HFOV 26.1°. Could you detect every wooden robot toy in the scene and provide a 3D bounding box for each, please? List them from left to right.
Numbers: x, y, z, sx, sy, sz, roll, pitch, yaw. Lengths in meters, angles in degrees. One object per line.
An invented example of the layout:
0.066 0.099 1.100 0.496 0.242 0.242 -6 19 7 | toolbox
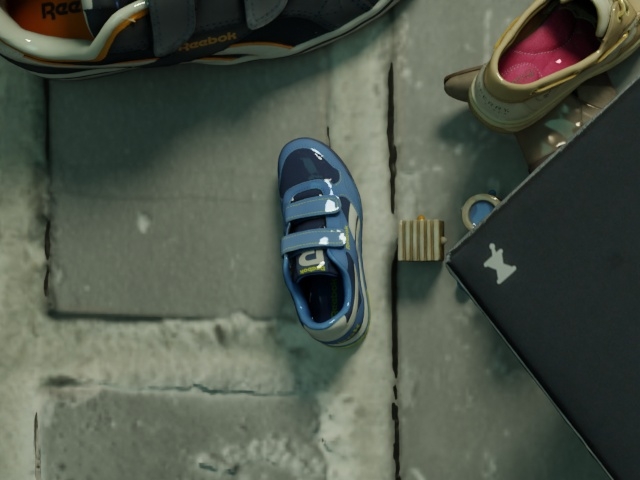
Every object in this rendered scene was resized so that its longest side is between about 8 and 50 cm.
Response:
0.129 0.006 0.866 0.173 0.079 0.076 17 93 15 | wooden robot toy

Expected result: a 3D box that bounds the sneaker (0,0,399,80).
-0.084 -0.178 0.909 0.321 0.127 0.126 -14 83 13 | sneaker

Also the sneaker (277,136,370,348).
0.000 0.000 0.912 0.053 0.059 0.144 -15 83 17 | sneaker

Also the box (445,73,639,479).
0.269 -0.030 0.674 0.296 0.294 0.182 -45 72 29 | box

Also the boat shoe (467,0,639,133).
0.162 -0.134 0.846 0.063 0.059 0.170 43 75 10 | boat shoe

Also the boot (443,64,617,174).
0.140 -0.068 0.878 0.119 0.042 0.086 -4 73 6 | boot
